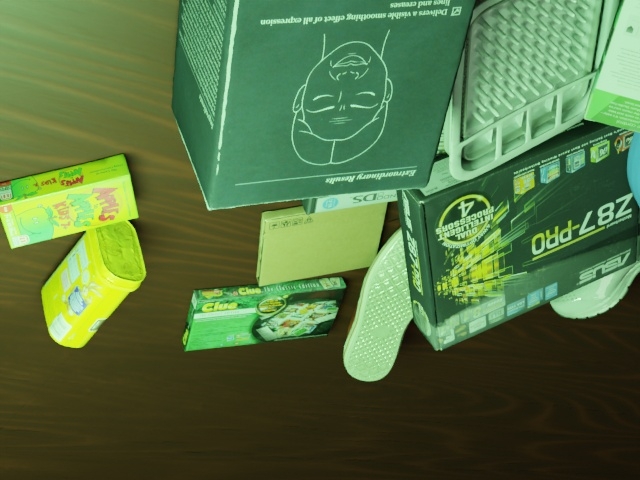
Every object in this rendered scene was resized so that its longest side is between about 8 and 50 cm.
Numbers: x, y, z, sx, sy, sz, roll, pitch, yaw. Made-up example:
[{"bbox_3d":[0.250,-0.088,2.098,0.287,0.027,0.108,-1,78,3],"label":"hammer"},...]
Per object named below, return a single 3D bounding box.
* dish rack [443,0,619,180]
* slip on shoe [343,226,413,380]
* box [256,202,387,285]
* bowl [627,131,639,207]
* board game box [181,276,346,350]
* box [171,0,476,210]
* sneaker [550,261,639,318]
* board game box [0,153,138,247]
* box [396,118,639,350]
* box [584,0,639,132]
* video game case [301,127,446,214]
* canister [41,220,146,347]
[{"bbox_3d":[0.279,-0.257,1.702,0.285,0.072,0.333,-27,145,-17],"label":"dish rack"},{"bbox_3d":[0.120,0.088,2.073,0.123,0.101,0.331,15,124,-10],"label":"slip on shoe"},{"bbox_3d":[0.000,0.000,1.962,0.201,0.021,0.164,-10,142,-16],"label":"box"},{"bbox_3d":[0.667,-0.143,1.890,0.391,0.077,0.391,-8,128,-11],"label":"bowl"},{"bbox_3d":[-0.095,0.123,2.062,0.259,0.030,0.136,-4,142,-22],"label":"board game box"},{"bbox_3d":[-0.002,-0.259,1.462,0.293,0.212,0.395,-7,135,-19],"label":"box"},{"bbox_3d":[0.522,0.024,2.204,0.297,0.111,0.129,-41,123,18],"label":"sneaker"},{"bbox_3d":[-0.350,-0.054,1.705,0.181,0.043,0.092,-14,142,-10],"label":"board game box"},{"bbox_3d":[0.320,-0.033,1.939,0.395,0.097,0.318,-22,134,-14],"label":"box"},{"bbox_3d":[0.497,-0.248,1.635,0.232,0.058,0.322,17,147,8],"label":"box"},{"bbox_3d":[0.107,-0.156,1.812,0.248,0.035,0.275,-9,141,-16],"label":"video game case"},{"bbox_3d":[-0.333,0.060,1.788,0.073,0.126,0.170,14,132,-38],"label":"canister"}]
